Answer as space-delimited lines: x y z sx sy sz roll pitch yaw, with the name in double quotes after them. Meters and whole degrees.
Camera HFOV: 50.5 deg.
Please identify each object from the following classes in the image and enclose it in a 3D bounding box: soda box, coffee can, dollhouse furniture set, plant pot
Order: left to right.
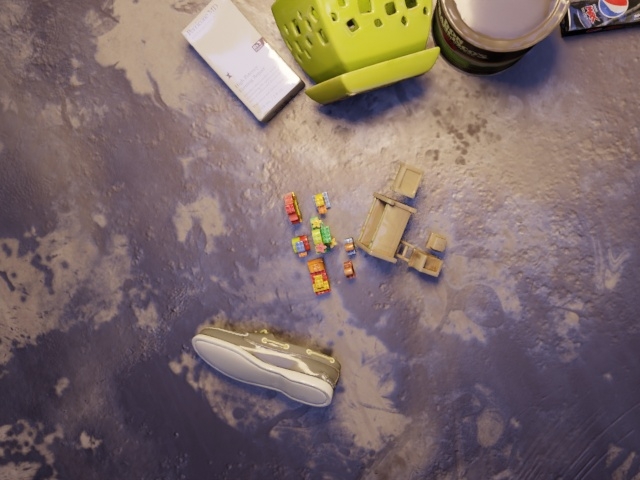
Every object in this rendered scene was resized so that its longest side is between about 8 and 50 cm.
0.068 -0.367 1.200 0.228 0.227 0.207 -20 101 -18 "plant pot"
0.180 -0.045 1.327 0.160 0.101 0.182 19 97 -21 "dollhouse furniture set"
0.299 -0.403 1.168 0.201 0.275 0.202 1 95 7 "coffee can"
0.533 -0.418 1.250 0.168 0.060 0.053 -7 94 7 "soda box"

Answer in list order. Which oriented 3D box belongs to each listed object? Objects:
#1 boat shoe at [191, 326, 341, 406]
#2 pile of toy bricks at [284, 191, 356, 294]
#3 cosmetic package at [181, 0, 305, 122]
-0.108 0.238 1.368 0.304 0.091 0.109 19 139 9 "boat shoe"
0.000 0.000 1.325 0.118 0.105 0.212 -15 94 7 "pile of toy bricks"
-0.148 -0.352 1.319 0.117 0.085 0.231 -43 91 8 "cosmetic package"
